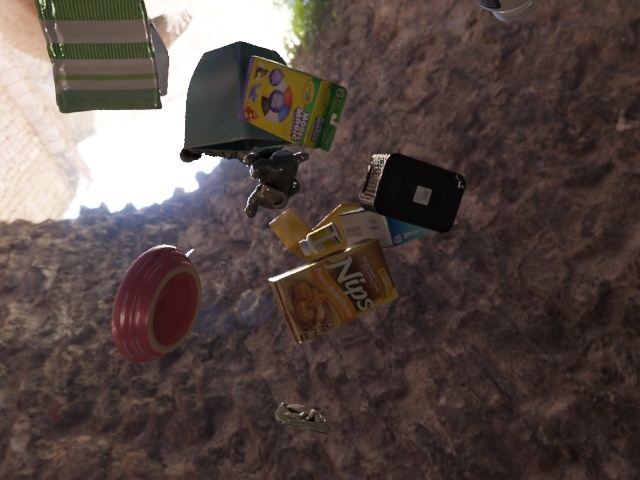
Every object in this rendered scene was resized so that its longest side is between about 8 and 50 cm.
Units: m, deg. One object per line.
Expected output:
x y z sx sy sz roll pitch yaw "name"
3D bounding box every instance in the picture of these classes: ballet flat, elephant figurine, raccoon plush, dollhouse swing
-0.035 0.454 1.238 0.057 0.168 0.052 23 -90 63 "ballet flat"
-0.143 -0.168 1.519 0.170 0.239 0.186 -23 -143 -25 "elephant figurine"
-0.353 -0.359 1.942 0.216 0.299 0.446 -51 -166 -29 "raccoon plush"
0.047 -0.044 1.987 0.305 0.347 0.315 -51 -141 8 "dollhouse swing"

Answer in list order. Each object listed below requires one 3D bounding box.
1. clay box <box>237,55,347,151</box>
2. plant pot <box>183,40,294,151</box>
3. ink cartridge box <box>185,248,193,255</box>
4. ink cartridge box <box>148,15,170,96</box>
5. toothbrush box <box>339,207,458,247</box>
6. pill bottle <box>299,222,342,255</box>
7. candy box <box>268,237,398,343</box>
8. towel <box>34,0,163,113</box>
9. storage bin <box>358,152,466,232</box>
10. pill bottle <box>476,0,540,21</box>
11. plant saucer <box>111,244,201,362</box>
-0.059 -0.263 0.930 0.222 0.127 0.053 30 -156 33 "clay box"
-0.202 -0.375 1.281 0.247 0.251 0.248 0 -174 37 "plant pot"
-0.597 0.101 1.936 0.145 0.045 0.179 -25 -152 54 "ink cartridge box"
-0.630 -0.660 1.663 0.117 0.207 0.282 -20 -110 -28 "ink cartridge box"
0.246 -0.068 1.517 0.296 0.126 0.216 -16 -174 -33 "toothbrush box"
0.000 0.000 1.409 0.117 0.065 0.065 -26 -148 7 "pill bottle"
0.039 0.132 1.331 0.317 0.182 0.088 -22 -173 -18 "candy box"
-0.512 -0.460 1.106 0.248 0.324 0.038 -3 -157 -2 "towel"
0.183 -0.096 0.972 0.180 0.121 0.084 15 -174 -17 "storage bin"
0.270 -0.410 0.721 0.108 0.180 0.107 -7 -103 33 "pill bottle"
-0.433 0.182 1.349 0.084 0.331 0.332 12 -138 17 "plant saucer"
